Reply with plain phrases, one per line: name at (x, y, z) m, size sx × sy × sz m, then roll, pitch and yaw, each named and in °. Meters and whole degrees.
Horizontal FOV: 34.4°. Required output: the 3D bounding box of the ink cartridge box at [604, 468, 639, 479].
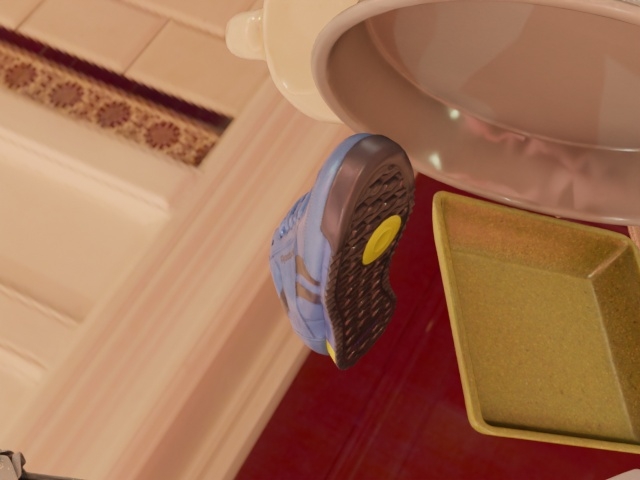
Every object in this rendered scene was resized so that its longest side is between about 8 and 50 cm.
ink cartridge box at (0.204, 0.359, 0.847) m, size 0.308 × 0.385 × 0.091 m, roll -136°, pitch 36°, yaw -57°

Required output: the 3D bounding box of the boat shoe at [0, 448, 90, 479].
boat shoe at (-0.300, 0.239, 0.992) m, size 0.228 × 0.081 × 0.079 m, roll 17°, pitch -179°, yaw -13°

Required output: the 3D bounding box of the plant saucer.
plant saucer at (0.162, 0.068, 0.737) m, size 0.188 × 0.188 × 0.045 m, roll 12°, pitch 142°, yaw -24°

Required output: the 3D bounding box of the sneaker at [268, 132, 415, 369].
sneaker at (0.000, 0.000, 0.577) m, size 0.082 × 0.069 × 0.209 m, roll 41°, pitch 158°, yaw 19°

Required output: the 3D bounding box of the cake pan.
cake pan at (0.141, -0.086, 0.600) m, size 0.293 × 0.054 × 0.293 m, roll 16°, pitch 165°, yaw 4°

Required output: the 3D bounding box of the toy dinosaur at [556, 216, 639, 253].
toy dinosaur at (0.339, -0.096, 1.354) m, size 0.296 × 0.127 × 0.200 m, roll 41°, pitch -167°, yaw 24°

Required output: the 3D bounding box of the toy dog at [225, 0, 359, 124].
toy dog at (0.142, -0.220, 1.126) m, size 0.395 × 0.408 × 0.284 m, roll -11°, pitch 96°, yaw 32°
